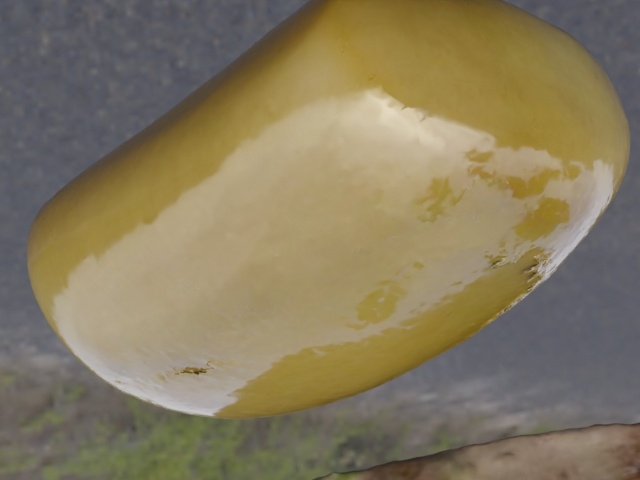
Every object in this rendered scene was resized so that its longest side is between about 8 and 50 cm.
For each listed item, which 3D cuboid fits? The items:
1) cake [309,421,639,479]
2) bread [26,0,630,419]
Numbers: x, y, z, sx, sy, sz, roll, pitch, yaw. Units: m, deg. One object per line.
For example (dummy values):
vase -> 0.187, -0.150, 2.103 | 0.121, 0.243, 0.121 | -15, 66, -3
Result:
cake -> 0.103, 0.201, 0.766 | 0.293, 0.199, 0.196 | -15, 134, 7
bread -> 0.000, 0.000, 0.570 | 0.147, 0.098, 0.217 | 14, 146, -35
